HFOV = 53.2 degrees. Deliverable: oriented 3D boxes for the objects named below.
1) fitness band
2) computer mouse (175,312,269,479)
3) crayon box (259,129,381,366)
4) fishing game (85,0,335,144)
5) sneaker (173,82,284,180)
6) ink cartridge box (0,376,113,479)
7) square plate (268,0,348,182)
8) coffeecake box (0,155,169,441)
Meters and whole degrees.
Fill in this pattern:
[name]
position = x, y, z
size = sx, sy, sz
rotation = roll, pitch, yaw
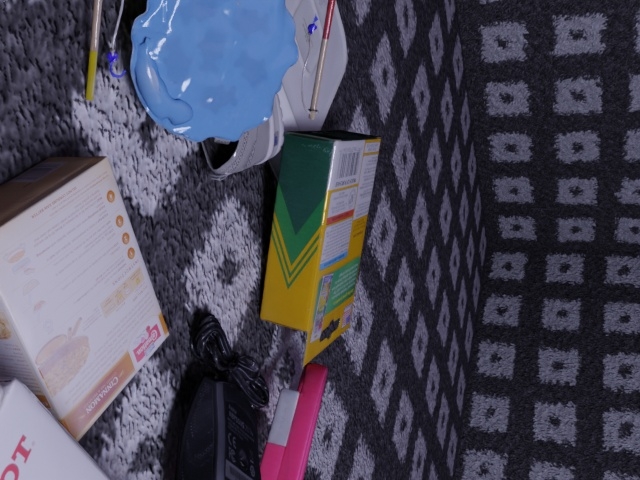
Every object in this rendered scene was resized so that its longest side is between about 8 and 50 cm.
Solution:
[fitness band]
position = -0.044, 0.313, 0.898
size = 0.209, 0.054, 0.291
rotation = 88, 16, -61
[computer mouse]
position = -0.117, 0.238, 0.732
size = 0.272, 0.072, 0.189
rotation = -98, 167, -46
[crayon box]
position = 0.000, 0.000, 0.964
size = 0.203, 0.083, 0.323
rotation = -23, 124, -66
[fishing game]
position = -0.105, -0.189, 0.647
size = 0.264, 0.041, 0.189
rotation = -7, 118, -35
[sneaker]
position = -0.111, -0.198, 0.701
size = 0.115, 0.105, 0.282
rotation = -51, 135, -46
[ink cartridge box]
position = -0.216, 0.266, 0.413
size = 0.226, 0.131, 0.306
rotation = -79, 156, -47
[square plate]
position = -0.038, -0.308, 0.941
size = 0.347, 0.049, 0.344
rotation = 68, 33, -45
[coffeecake box]
position = -0.211, 0.045, 0.521
size = 0.142, 0.068, 0.186
rotation = -56, 141, -53
